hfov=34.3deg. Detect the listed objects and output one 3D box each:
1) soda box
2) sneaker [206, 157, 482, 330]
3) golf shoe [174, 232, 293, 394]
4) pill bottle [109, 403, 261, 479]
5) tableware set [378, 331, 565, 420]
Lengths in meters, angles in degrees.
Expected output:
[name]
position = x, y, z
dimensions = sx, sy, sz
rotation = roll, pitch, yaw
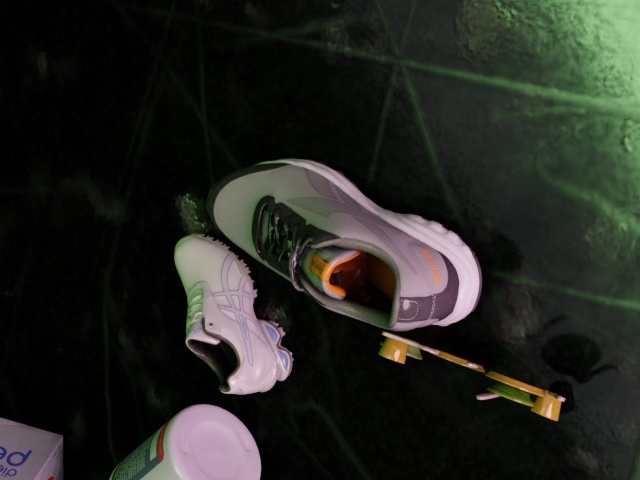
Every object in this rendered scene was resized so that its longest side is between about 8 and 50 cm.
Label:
[soda box]
position = -0.448, 0.249, 1.202
dimensions = 0.286, 0.098, 0.091
rotation = 14, 125, 8
[sneaker]
position = 0.000, 0.000, 0.879
dimensions = 0.271, 0.108, 0.100
rotation = 23, 114, 34
[golf shoe]
position = -0.100, 0.068, 0.984
dimensions = 0.176, 0.086, 0.069
rotation = 54, 127, 18
[pill bottle]
position = -0.152, 0.251, 1.046
dimensions = 0.180, 0.108, 0.108
rotation = -41, 74, 36
[tableware set]
position = 0.117, 0.107, 0.820
dimensions = 0.154, 0.104, 0.024
rotation = 19, 88, 10
